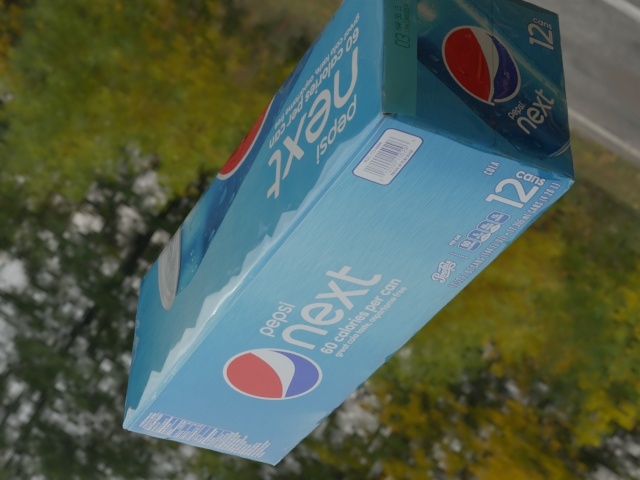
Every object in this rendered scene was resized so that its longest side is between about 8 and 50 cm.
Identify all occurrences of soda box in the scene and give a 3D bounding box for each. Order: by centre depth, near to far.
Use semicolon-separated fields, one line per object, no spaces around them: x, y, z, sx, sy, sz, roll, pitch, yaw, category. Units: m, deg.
0.000;0.000;0.500;0.067;0.071;0.210;18;141;-21;soda box
